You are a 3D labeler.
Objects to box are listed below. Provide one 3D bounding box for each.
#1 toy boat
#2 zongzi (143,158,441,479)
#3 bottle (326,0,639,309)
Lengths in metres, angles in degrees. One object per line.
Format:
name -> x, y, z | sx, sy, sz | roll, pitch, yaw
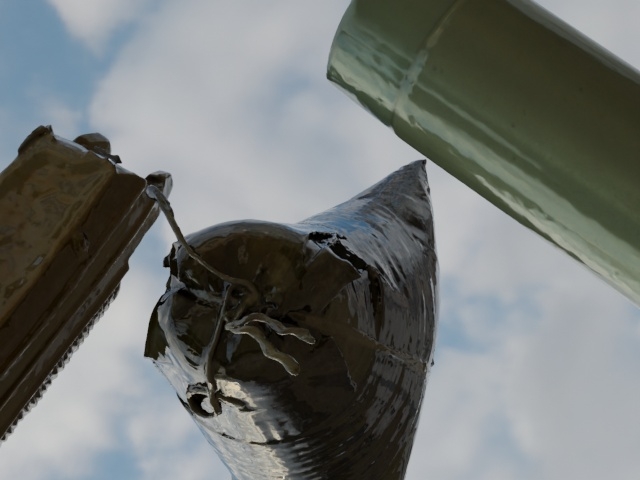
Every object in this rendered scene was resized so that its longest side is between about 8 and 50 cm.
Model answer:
toy boat -> -0.190, 0.051, 0.898 | 0.310, 0.089, 0.115 | -59, -16, -30
zongzi -> 0.000, 0.000, 0.740 | 0.247, 0.111, 0.241 | 68, -148, -58
bottle -> 0.099, -0.030, 0.554 | 0.072, 0.201, 0.072 | -47, -17, -19
